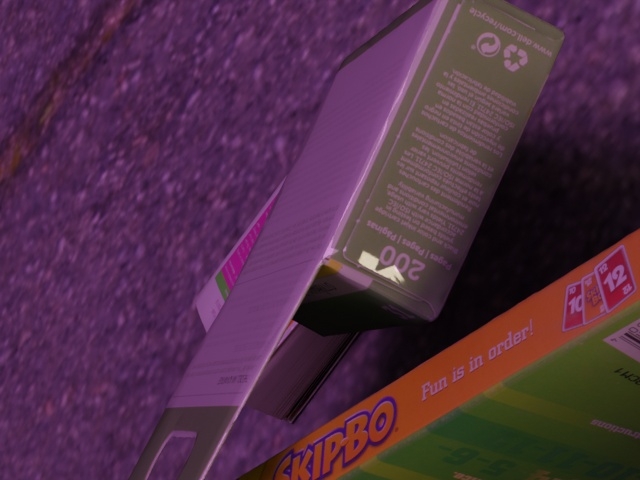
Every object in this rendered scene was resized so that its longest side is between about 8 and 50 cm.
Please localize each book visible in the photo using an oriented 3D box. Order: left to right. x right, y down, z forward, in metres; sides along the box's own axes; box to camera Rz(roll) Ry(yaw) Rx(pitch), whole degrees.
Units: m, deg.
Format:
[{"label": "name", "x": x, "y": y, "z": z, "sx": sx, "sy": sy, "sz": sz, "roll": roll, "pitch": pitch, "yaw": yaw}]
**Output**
[{"label": "book", "x": 0.000, "y": 0.000, "z": 0.927, "sx": 0.144, "sy": 0.035, "sz": 0.096, "roll": -53, "pitch": 34, "yaw": 15}]

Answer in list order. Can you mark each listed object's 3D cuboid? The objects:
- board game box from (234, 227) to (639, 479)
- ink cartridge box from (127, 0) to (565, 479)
[{"label": "board game box", "x": 0.079, "y": 0.078, "z": 0.684, "sx": 0.259, "sy": 0.124, "sz": 0.039, "roll": -37, "pitch": 38, "yaw": 35}, {"label": "ink cartridge box", "x": 0.000, "y": 0.022, "z": 0.775, "sx": 0.235, "sy": 0.056, "sz": 0.171, "roll": -65, "pitch": 10, "yaw": -10}]
